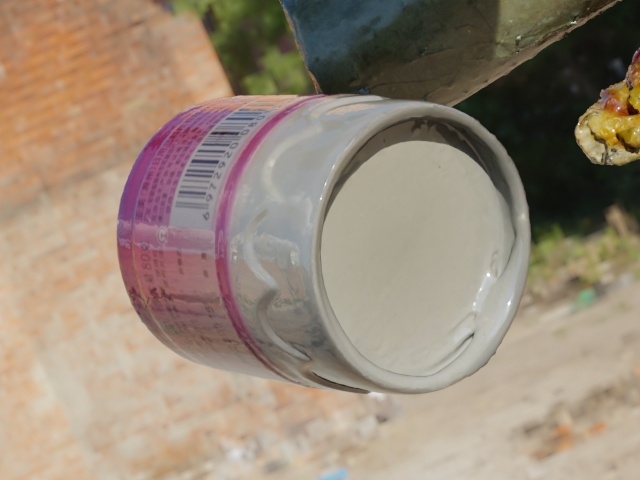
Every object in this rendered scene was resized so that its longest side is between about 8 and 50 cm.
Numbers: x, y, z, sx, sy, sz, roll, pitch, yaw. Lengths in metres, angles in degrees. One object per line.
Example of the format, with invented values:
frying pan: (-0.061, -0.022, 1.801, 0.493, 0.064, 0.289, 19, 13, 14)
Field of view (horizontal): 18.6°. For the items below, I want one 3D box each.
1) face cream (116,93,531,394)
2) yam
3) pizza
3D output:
face cream: (0.000, 0.000, 1.148, 0.175, 0.175, 0.195, -25, 18, -33)
yam: (0.099, -0.187, 1.461, 0.268, 0.161, 0.161, -34, 0, 8)
pizza: (0.321, -0.139, 1.482, 0.289, 0.081, 0.229, -26, 9, -35)
